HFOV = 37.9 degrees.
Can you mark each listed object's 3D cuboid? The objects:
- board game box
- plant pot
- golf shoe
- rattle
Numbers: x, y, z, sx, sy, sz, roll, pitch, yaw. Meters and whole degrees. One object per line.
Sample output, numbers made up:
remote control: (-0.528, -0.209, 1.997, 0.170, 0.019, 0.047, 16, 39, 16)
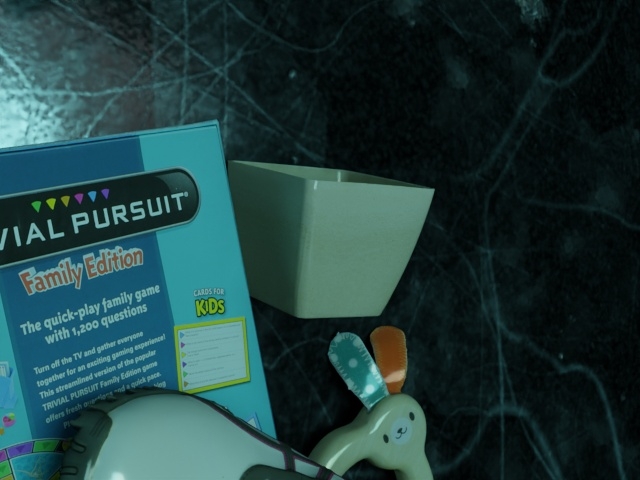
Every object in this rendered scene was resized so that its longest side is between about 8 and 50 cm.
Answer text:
board game box: (-0.136, 0.113, 0.526, 0.254, 0.079, 0.336, -17, 98, -53)
plant pot: (0.000, 0.000, 0.659, 0.109, 0.109, 0.096, 3, 99, -36)
golf shoe: (-0.020, 0.151, 0.512, 0.273, 0.120, 0.105, 36, 59, -43)
rattle: (0.059, 0.166, 0.676, 0.130, 0.143, 0.199, 19, 83, -15)
